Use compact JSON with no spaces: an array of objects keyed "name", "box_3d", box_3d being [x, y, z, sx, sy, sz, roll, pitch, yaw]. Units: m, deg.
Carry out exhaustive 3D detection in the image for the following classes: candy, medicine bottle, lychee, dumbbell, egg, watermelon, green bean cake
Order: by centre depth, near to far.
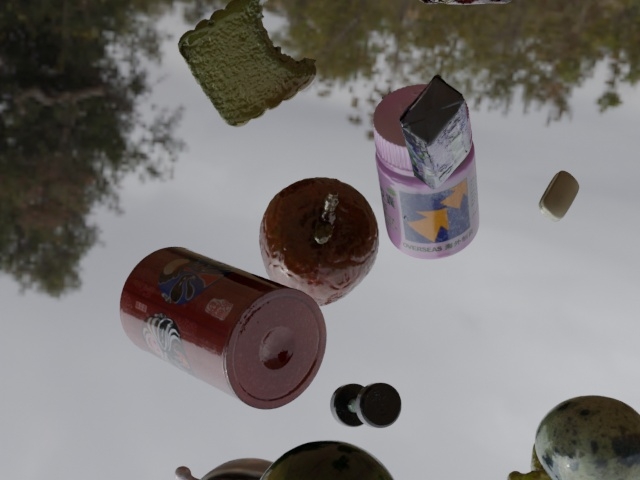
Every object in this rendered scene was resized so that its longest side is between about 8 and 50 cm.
[{"name":"watermelon","box_3d":[-0.004,0.329,1.476,0.204,0.127,0.232,-15,-172,33]},{"name":"egg","box_3d":[0.371,0.283,1.544,0.141,0.141,0.182,-1,178,-32]},{"name":"candy","box_3d":[0.164,-0.145,1.582,0.061,0.088,0.312,40,178,12]},{"name":"medicine bottle","box_3d":[0.191,-0.120,2.016,0.178,0.290,0.178,-5,-132,6]},{"name":"lychee","box_3d":[0.000,0.000,2.191,0.255,0.255,0.300,1,161,-23]},{"name":"green bean cake","box_3d":[-0.148,-0.381,2.345,0.233,0.236,0.124,-31,-170,6]},{"name":"dumbbell","box_3d":[0.098,0.362,2.470,0.100,0.100,0.191,2,171,-20]}]

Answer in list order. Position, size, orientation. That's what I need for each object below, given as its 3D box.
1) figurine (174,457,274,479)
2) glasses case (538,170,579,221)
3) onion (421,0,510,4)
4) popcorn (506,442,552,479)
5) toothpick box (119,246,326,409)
[{"name":"figurine","box_3d":[-0.066,0.486,1.855,0.361,0.253,0.211,11,-162,-22]},{"name":"glasses case","box_3d":[0.269,-0.050,1.265,0.032,0.021,0.083,40,-136,-2]},{"name":"onion","box_3d":[0.227,-0.440,1.603,0.281,0.221,0.281,4,-140,-4]},{"name":"popcorn","box_3d":[0.415,0.530,2.081,0.290,0.325,0.321,-15,-125,-27]},{"name":"toothpick box","box_3d":[-0.170,0.139,1.891,0.204,0.204,0.333,-4,-166,-40]}]
